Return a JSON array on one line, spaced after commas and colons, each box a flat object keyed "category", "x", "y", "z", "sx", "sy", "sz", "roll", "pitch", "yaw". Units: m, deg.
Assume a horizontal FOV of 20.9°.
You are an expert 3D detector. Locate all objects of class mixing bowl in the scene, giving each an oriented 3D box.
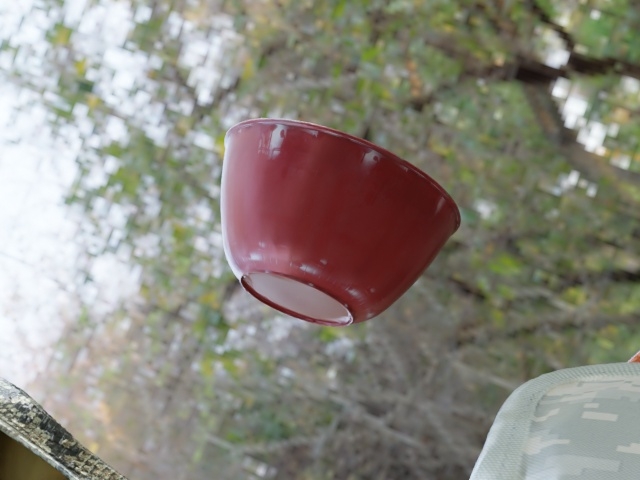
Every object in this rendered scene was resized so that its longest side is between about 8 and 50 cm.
[{"category": "mixing bowl", "x": 0.000, "y": 0.000, "z": 1.243, "sx": 0.181, "sy": 0.181, "sz": 0.098, "roll": 62, "pitch": -134, "yaw": -63}]

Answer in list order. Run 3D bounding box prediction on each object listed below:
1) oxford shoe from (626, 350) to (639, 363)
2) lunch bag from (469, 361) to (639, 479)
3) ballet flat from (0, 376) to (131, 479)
[{"category": "oxford shoe", "x": 0.256, "y": 0.223, "z": 1.624, "sx": 0.271, "sy": 0.098, "sz": 0.097, "roll": -52, "pitch": -17, "yaw": 20}, {"category": "lunch bag", "x": 0.168, "y": 0.122, "z": 0.468, "sx": 0.287, "sy": 0.235, "sz": 0.169, "roll": 61, "pitch": -146, "yaw": -63}, {"category": "ballet flat", "x": -0.280, "y": 0.224, "z": 1.522, "sx": 0.182, "sy": 0.483, "sz": 0.164, "roll": 13, "pitch": -79, "yaw": -60}]
